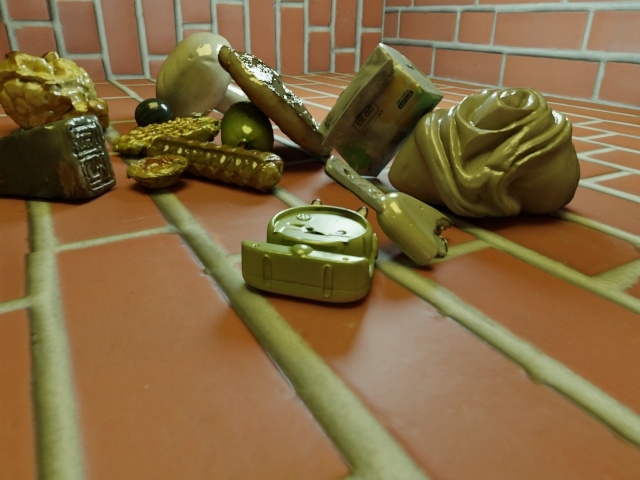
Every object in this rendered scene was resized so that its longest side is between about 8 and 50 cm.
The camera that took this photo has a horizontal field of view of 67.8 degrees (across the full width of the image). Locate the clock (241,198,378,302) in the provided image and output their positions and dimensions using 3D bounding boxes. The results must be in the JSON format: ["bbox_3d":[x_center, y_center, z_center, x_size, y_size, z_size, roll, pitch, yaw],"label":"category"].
[{"bbox_3d":[0.000,0.000,0.675,0.169,0.069,0.232,7,25,13],"label":"clock"}]

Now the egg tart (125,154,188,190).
[{"bbox_3d":[-0.335,-0.140,0.982,0.130,0.052,0.130,-3,28,2],"label":"egg tart"}]

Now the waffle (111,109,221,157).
[{"bbox_3d":[-0.400,-0.278,1.262,0.280,0.060,0.262,2,31,20],"label":"waffle"}]

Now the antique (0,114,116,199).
[{"bbox_3d":[-0.568,-0.154,0.933,0.283,0.150,0.125,-3,19,11],"label":"antique"}]

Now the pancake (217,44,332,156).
[{"bbox_3d":[-0.105,-0.347,1.193,0.387,0.082,0.387,44,15,-15],"label":"pancake"}]

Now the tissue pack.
[{"bbox_3d":[0.109,-0.268,0.997,0.145,0.229,0.159,-12,59,-53],"label":"tissue pack"}]

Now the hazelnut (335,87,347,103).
[{"bbox_3d":[0.153,-0.379,1.370,0.210,0.210,0.186,11,30,21],"label":"hazelnut"}]

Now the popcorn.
[{"bbox_3d":[-0.793,-0.432,1.433,0.332,0.225,0.265,21,35,-9],"label":"popcorn"}]

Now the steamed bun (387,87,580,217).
[{"bbox_3d":[0.318,-0.183,0.912,0.309,0.220,0.324,-8,27,-23],"label":"steamed bun"}]

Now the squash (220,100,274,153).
[{"bbox_3d":[-0.174,-0.249,1.148,0.132,0.133,0.247,-4,27,-11],"label":"squash"}]

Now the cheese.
[{"bbox_3d":[0.102,-0.047,0.698,0.235,0.049,0.127,36,36,-15],"label":"cheese"}]

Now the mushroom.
[{"bbox_3d":[-0.377,-0.530,1.559,0.355,0.316,0.315,4,24,12],"label":"mushroom"}]

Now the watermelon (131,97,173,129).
[{"bbox_3d":[-0.507,-0.364,1.419,0.133,0.105,0.105,-34,36,-16],"label":"watermelon"}]

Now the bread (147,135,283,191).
[{"bbox_3d":[-0.237,-0.173,1.036,0.367,0.084,0.077,14,-13,29],"label":"bread"}]
